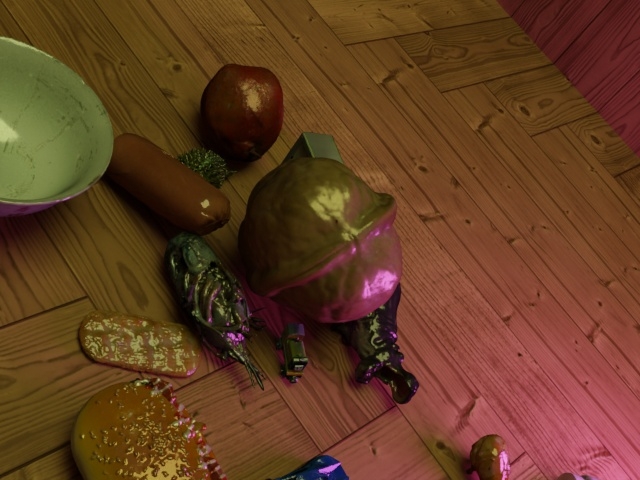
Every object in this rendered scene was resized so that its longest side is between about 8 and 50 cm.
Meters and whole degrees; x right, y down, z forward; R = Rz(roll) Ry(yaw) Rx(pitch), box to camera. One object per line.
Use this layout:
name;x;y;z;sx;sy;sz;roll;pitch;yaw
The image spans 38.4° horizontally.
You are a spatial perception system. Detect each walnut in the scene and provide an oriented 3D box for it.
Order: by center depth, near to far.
walnut;0.000;0.000;1.913;0.381;0.381;0.381;20;44;-21

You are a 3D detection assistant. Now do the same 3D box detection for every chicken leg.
chicken leg;0.368;0.522;1.972;0.085;0.101;0.207;3;73;-30

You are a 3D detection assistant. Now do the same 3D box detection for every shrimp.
shrimp;-0.215;0.135;1.835;0.372;0.137;0.172;49;25;25

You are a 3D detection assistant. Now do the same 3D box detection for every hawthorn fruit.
hawthorn fruit;-0.183;-0.288;2.202;0.211;0.210;0.262;10;55;-29

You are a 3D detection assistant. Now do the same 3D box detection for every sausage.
sausage;-0.327;-0.116;1.964;0.304;0.121;0.121;34;39;18

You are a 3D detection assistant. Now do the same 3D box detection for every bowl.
bowl;-0.639;-0.185;1.781;0.435;0.196;0.434;20;45;-21

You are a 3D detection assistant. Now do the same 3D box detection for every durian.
durian;-0.280;-0.157;2.097;0.137;0.095;0.220;39;36;-1

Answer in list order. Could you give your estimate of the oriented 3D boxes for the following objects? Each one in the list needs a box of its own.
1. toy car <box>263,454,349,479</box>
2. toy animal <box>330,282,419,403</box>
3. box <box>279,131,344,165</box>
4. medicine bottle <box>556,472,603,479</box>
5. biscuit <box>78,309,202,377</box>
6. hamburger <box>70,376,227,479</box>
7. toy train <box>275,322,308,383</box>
toy car;-0.034;0.472;1.732;0.216;0.063;0.103;-14;64;-43
toy animal;0.114;0.204;2.050;0.168;0.106;0.343;9;49;-19
box;-0.039;-0.129;2.143;0.086;0.225;0.129;2;52;-34
medicine bottle;0.623;0.590;2.074;0.187;0.103;0.102;21;44;-20
biscuit;-0.344;0.198;1.778;0.247;0.029;0.118;14;47;-26
hamburger;-0.297;0.377;1.568;0.227;0.151;0.295;-18;67;-41
toy train;-0.057;0.234;1.918;0.050;0.081;0.122;7;50;-24
